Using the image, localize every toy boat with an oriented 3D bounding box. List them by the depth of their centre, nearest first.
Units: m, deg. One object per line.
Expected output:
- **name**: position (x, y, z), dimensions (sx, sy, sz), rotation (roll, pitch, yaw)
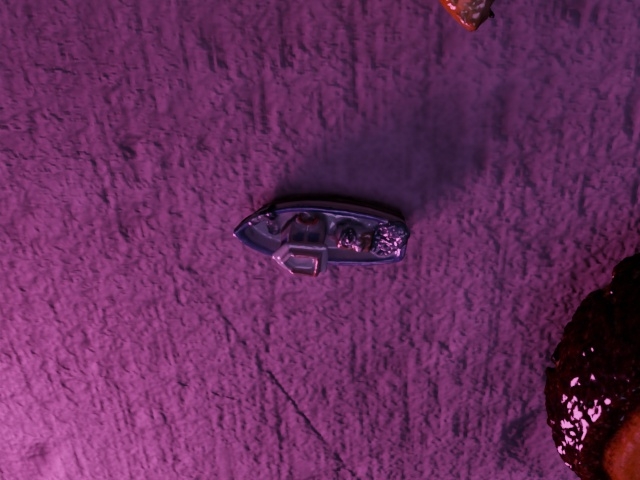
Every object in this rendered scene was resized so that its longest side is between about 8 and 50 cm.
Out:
- **toy boat**: position (0.000, 0.000, 0.636), dimensions (0.139, 0.066, 0.059), rotation (6, 129, 2)

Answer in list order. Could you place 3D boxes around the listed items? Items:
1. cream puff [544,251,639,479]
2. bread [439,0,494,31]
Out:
- **cream puff**: position (0.294, 0.108, 0.625), dimensions (0.238, 0.165, 0.239), rotation (3, 126, 4)
- **bread**: position (0.078, -0.248, 0.417), dimensions (0.133, 0.129, 0.260), rotation (18, 124, -2)
